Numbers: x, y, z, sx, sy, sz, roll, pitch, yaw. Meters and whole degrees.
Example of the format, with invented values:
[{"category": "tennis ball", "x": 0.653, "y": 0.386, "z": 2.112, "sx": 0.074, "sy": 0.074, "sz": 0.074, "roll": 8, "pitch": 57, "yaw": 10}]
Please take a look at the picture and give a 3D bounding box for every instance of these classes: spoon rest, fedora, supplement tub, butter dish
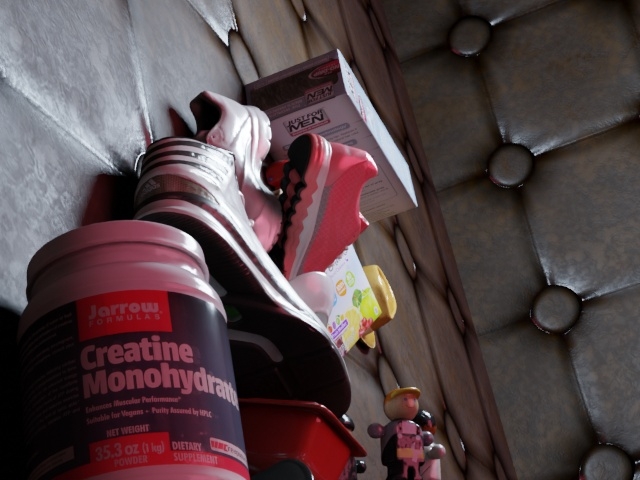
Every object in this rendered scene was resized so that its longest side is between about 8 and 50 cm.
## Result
[{"category": "spoon rest", "x": -0.033, "y": 0.136, "z": 1.844, "sx": 0.084, "sy": 0.137, "sz": 0.276, "roll": 50, "pitch": -18, "yaw": 34}, {"category": "fedora", "x": 0.095, "y": 0.110, "z": 2.450, "sx": 0.194, "sy": 0.079, "sz": 0.194, "roll": -19, "pitch": 90, "yaw": -76}, {"category": "supplement tub", "x": -0.169, "y": 0.139, "z": 1.134, "sx": 0.191, "sy": 0.191, "sz": 0.272, "roll": 49, "pitch": 25, "yaw": -57}, {"category": "butter dish", "x": -0.044, "y": 0.274, "z": 1.596, "sx": 0.160, "sy": 0.160, "sz": 0.118, "roll": 53, "pitch": 45, "yaw": -49}]

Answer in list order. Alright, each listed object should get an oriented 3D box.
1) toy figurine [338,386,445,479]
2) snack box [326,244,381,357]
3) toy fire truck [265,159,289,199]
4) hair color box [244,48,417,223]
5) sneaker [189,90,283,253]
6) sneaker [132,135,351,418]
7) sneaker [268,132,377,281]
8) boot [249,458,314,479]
[{"category": "toy figurine", "x": 0.066, "y": 0.290, "z": 1.802, "sx": 0.213, "sy": 0.209, "sz": 0.148, "roll": 48, "pitch": 36, "yaw": -60}, {"category": "snack box", "x": -0.001, "y": 0.073, "z": 2.032, "sx": 0.174, "sy": 0.070, "sz": 0.207, "roll": -45, "pitch": 115, "yaw": -51}, {"category": "toy fire truck", "x": -0.055, "y": -0.050, "z": 2.154, "sx": 0.135, "sy": 0.047, "sz": 0.192, "roll": 16, "pitch": 55, "yaw": -72}, {"category": "hair color box", "x": 0.025, "y": -0.169, "z": 2.340, "sx": 0.374, "sy": 0.185, "sz": 0.114, "roll": 53, "pitch": 22, "yaw": -52}, {"category": "sneaker", "x": -0.137, "y": -0.086, "z": 1.827, "sx": 0.129, "sy": 0.111, "sz": 0.297, "roll": 27, "pitch": 39, "yaw": -43}, {"category": "sneaker", "x": -0.088, "y": 0.037, "z": 1.643, "sx": 0.447, "sy": 0.169, "sz": 0.257, "roll": 56, "pitch": 21, "yaw": -39}, {"category": "sneaker", "x": 0.000, "y": 0.000, "z": 1.851, "sx": 0.116, "sy": 0.136, "sz": 0.314, "roll": -115, "pitch": -144, "yaw": -56}, {"category": "boot", "x": -0.041, "y": 0.353, "z": 1.333, "sx": 0.263, "sy": 0.091, "sz": 0.229, "roll": -23, "pitch": -89, "yaw": 61}]
